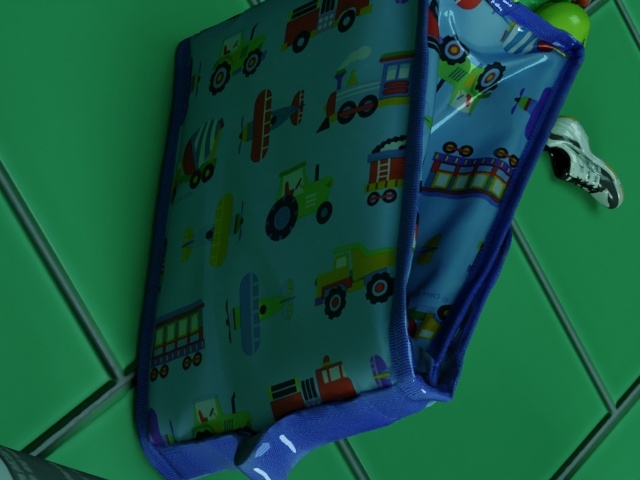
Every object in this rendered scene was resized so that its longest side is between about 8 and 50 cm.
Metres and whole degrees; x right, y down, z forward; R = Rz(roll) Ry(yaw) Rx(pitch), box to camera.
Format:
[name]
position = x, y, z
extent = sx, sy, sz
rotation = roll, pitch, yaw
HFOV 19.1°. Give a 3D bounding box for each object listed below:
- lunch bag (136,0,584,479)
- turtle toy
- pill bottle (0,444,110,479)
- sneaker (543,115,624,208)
[lunch bag]
position = 0.000, 0.000, 1.055
extent = 0.138, 0.221, 0.293
rotation = 37, 53, -30
[turtle toy]
position = 0.166, -0.189, 1.397
extent = 0.095, 0.066, 0.130
rotation = 13, 67, -41
[pill bottle]
position = -0.188, 0.181, 0.815
extent = 0.363, 0.210, 0.210
rotation = 24, 60, -36
[sneaker]
position = 0.190, -0.051, 1.404
extent = 0.083, 0.032, 0.037
rotation = 50, 61, -13
